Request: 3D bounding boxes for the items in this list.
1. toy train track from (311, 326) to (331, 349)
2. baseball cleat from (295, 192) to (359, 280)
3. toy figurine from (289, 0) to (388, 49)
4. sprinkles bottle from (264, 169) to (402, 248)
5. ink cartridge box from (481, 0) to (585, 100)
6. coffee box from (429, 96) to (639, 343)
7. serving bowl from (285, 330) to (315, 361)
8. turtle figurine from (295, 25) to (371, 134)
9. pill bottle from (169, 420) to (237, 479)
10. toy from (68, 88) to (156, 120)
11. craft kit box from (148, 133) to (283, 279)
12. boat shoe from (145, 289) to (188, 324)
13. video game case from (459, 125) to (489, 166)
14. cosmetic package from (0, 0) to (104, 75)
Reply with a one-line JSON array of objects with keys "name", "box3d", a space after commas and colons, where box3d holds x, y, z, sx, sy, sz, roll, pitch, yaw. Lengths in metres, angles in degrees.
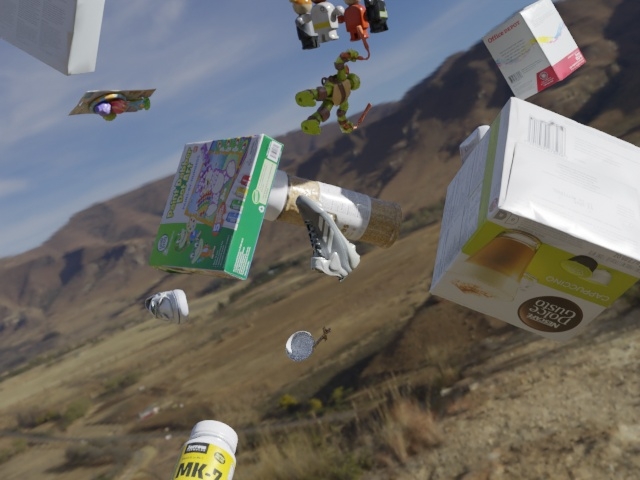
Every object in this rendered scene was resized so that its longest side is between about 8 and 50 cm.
[{"name": "toy train track", "box3d": [0.006, 0.256, 2.034, 0.014, 0.048, 0.083, 16, 42, 32]}, {"name": "baseball cleat", "box3d": [0.000, 0.000, 1.698, 0.109, 0.206, 0.072, -46, 13, -20]}, {"name": "toy figurine", "box3d": [0.044, -0.554, 1.883, 0.209, 0.148, 0.213, -14, 10, -14]}, {"name": "sprinkles bottle", "box3d": [0.018, -0.075, 1.885, 0.355, 0.121, 0.121, 14, -12, -20]}, {"name": "ink cartridge box", "box3d": [0.483, -0.435, 1.781, 0.127, 0.176, 0.128, -36, 7, -34]}, {"name": "coffee box", "box3d": [0.472, -0.036, 1.706, 0.334, 0.337, 0.338, 118, 171, -50]}, {"name": "serving bowl", "box3d": [-0.049, 0.284, 2.080, 0.083, 0.083, 0.027, -22, -34, 16]}, {"name": "turtle figurine", "box3d": [0.031, -0.353, 1.829, 0.087, 0.270, 0.217, 28, 47, 26]}, {"name": "pill bottle", "box3d": [-0.239, 0.476, 1.581, 0.119, 0.119, 0.209, -22, 32, 25]}, {"name": "toy", "box3d": [-0.607, -0.393, 2.325, 0.237, 0.056, 0.137, -18, -11, -46]}, {"name": "craft kit box", "box3d": [-0.192, -0.060, 1.407, 0.061, 0.250, 0.246, 24, -15, -38]}, {"name": "boat shoe", "box3d": [-0.369, 0.164, 1.871, 0.075, 0.083, 0.226, -10, -1, -21]}, {"name": "video game case", "box3d": [0.433, -0.121, 2.115, 0.036, 0.329, 0.300, -8, -2, 1]}, {"name": "cosmetic package", "box3d": [-0.681, -0.601, 1.872, 0.097, 0.377, 0.285, -30, -36, -52]}]
